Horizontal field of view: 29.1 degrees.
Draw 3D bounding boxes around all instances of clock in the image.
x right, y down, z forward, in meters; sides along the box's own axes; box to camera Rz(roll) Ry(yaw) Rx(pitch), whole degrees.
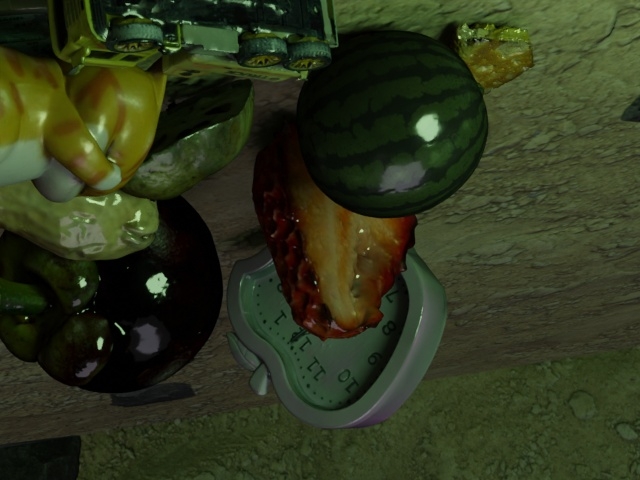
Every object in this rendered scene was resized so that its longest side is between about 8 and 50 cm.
[{"bbox_3d":[0.021,0.116,1.865,0.338,0.338,0.102,-19,162,23],"label":"clock"}]

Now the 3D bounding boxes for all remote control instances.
[{"bbox_3d":[-0.302,-0.185,1.239,0.098,0.038,0.233,-9,161,-8],"label":"remote control"}]

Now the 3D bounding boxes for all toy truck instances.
[{"bbox_3d":[-0.121,-0.209,1.142,0.272,0.124,0.157,-1,170,-37],"label":"toy truck"}]

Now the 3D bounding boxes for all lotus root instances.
[{"bbox_3d":[-0.146,-0.099,1.354,0.183,0.078,0.203,-18,-158,15],"label":"lotus root"}]

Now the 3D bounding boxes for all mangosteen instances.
[{"bbox_3d":[-0.266,0.065,1.571,0.297,0.313,0.297,-2,119,-3],"label":"mangosteen"}]

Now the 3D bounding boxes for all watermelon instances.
[{"bbox_3d":[0.079,-0.128,1.353,0.212,0.212,0.212,-10,162,-3],"label":"watermelon"}]

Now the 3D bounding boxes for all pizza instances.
[{"bbox_3d":[0.195,-0.215,1.427,0.099,0.036,0.160,-14,162,11],"label":"pizza"}]

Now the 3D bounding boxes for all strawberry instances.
[{"bbox_3d":[0.010,-0.006,1.597,0.150,0.280,0.253,-22,168,39],"label":"strawberry"}]

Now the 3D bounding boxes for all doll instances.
[{"bbox_3d":[-0.277,-0.109,1.162,0.269,0.162,0.166,6,151,-37],"label":"doll"}]

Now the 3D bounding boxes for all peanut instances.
[{"bbox_3d":[-0.320,-0.060,1.388,0.290,0.130,0.130,23,152,-13],"label":"peanut"}]
